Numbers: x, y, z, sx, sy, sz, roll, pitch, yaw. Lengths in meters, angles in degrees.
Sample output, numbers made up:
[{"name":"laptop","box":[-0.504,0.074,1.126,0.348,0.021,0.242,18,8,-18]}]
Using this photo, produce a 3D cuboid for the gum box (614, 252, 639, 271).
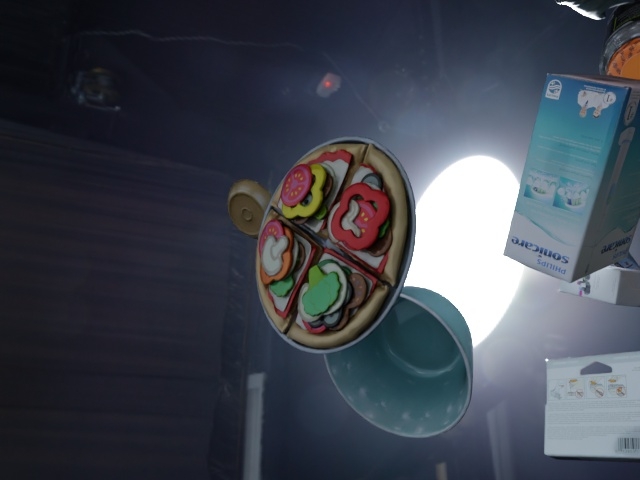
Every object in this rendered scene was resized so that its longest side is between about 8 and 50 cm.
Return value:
[{"name":"gum box","box":[0.819,0.000,1.756,0.041,0.157,0.184,-40,-135,26]}]

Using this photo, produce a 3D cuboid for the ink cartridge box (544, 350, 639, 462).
[{"name":"ink cartridge box","box":[0.666,0.395,1.465,0.275,0.060,0.239,-20,-129,48]}]

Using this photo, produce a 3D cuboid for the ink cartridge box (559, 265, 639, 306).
[{"name":"ink cartridge box","box":[0.511,0.076,1.118,0.181,0.104,0.061,-163,-99,-73]}]

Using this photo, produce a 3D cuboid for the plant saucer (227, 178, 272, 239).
[{"name":"plant saucer","box":[-0.089,-0.035,0.778,0.083,0.015,0.083,18,-56,28]}]

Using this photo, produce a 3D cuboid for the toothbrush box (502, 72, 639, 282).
[{"name":"toothbrush box","box":[0.426,-0.105,0.977,0.126,0.216,0.295,26,-62,41]}]

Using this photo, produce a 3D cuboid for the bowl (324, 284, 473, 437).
[{"name":"bowl","box":[0.176,0.213,1.229,0.311,0.163,0.311,12,-66,29]}]

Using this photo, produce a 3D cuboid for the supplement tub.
[{"name":"supplement tub","box":[0.803,-0.472,1.519,0.338,0.207,0.207,-55,180,-44]}]

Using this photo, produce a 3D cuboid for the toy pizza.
[{"name":"toy pizza","box":[0.000,0.000,0.557,0.201,0.032,0.201,-15,-112,42]}]

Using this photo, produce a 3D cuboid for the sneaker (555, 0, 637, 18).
[{"name":"sneaker","box":[0.554,-0.487,1.067,0.286,0.130,0.109,-22,-127,56]}]
